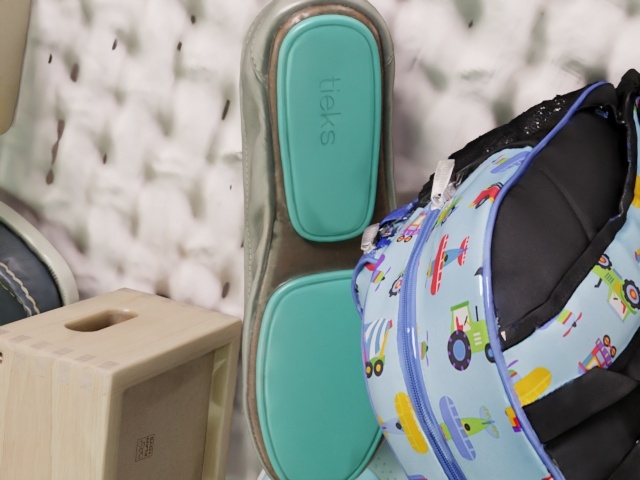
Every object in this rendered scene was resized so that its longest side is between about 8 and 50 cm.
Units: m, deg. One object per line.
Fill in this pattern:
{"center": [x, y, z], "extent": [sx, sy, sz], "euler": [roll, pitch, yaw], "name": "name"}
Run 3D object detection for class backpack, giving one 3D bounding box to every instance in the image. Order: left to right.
{"center": [0.078, 0.044, 0.400], "extent": [0.117, 0.173, 0.158], "euler": [-23, 101, 35], "name": "backpack"}

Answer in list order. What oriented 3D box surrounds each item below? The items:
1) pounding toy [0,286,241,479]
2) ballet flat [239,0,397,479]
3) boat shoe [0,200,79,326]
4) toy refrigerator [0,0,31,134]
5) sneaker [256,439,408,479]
{"center": [-0.106, 0.095, 0.565], "extent": [0.100, 0.141, 0.130], "euler": [13, 104, 23], "name": "pounding toy"}
{"center": [0.000, 0.000, 0.486], "extent": [0.072, 0.068, 0.213], "euler": [-3, 107, -11], "name": "ballet flat"}
{"center": [-0.246, 0.003, 0.616], "extent": [0.254, 0.079, 0.095], "euler": [23, 122, 18], "name": "boat shoe"}
{"center": [-0.246, -0.056, 0.471], "extent": [0.102, 0.269, 0.094], "euler": [28, 123, 14], "name": "toy refrigerator"}
{"center": [-0.033, 0.232, 0.501], "extent": [0.127, 0.208, 0.319], "euler": [20, 104, 18], "name": "sneaker"}
